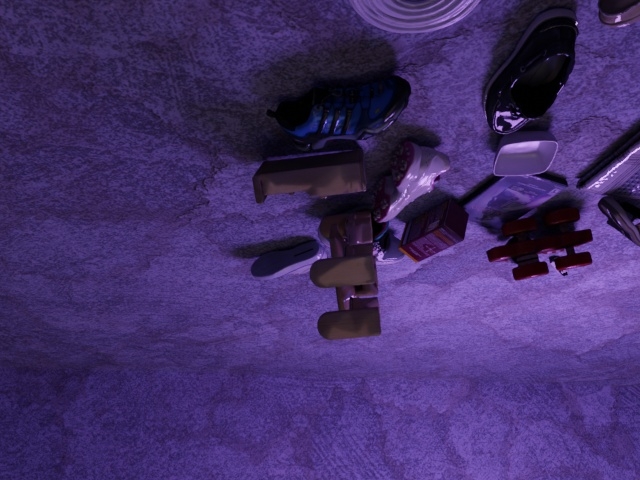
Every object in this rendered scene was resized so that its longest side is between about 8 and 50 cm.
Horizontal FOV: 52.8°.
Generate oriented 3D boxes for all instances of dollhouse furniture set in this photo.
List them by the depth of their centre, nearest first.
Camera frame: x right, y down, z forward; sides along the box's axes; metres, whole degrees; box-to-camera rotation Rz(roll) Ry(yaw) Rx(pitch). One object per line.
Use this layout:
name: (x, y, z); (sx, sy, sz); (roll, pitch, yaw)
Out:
dollhouse furniture set: (0.000, 0.000, 1.578); (0.256, 0.362, 0.395); (-6, 108, 6)

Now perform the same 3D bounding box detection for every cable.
cable: (0.162, -0.453, 1.053); (0.256, 0.089, 0.257); (6, 151, -15)

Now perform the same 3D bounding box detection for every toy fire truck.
toy fire truck: (0.642, 0.023, 1.913); (0.301, 0.170, 0.254); (-12, 171, 1)

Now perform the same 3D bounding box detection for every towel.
towel: (0.876, -0.192, 1.631); (0.312, 0.056, 0.324); (7, 150, -17)

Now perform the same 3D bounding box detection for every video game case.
video game case: (0.514, -0.114, 1.791); (0.196, 0.026, 0.274); (12, 148, -25)

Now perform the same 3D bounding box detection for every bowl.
bowl: (0.492, -0.217, 1.561); (0.142, 0.053, 0.142); (-2, 152, 2)

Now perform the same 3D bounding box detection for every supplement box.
supplement box: (0.321, -0.025, 1.833); (0.080, 0.104, 0.188); (37, 141, -19)

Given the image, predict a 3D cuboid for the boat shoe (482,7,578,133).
boat shoe: (0.431, -0.307, 1.321); (0.127, 0.113, 0.340); (4, 152, -12)

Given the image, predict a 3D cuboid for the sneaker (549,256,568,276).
sneaker: (0.808, 0.088, 2.171); (0.109, 0.044, 0.040); (25, 144, -38)

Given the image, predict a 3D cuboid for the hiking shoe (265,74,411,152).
hiking shoe: (0.041, -0.275, 1.357); (0.303, 0.113, 0.132); (-19, 149, 29)

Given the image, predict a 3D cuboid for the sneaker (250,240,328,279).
sneaker: (-0.096, 0.080, 2.042); (0.258, 0.094, 0.091); (-15, 145, 22)

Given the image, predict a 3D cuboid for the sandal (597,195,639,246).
sandal: (0.871, -0.062, 1.816); (0.086, 0.120, 0.302); (-49, 145, 11)

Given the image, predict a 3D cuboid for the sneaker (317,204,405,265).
sneaker: (0.161, -0.018, 1.855); (0.295, 0.124, 0.178); (15, 158, -26)

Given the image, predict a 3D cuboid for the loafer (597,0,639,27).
loafer: (0.560, -0.467, 1.053); (0.092, 0.102, 0.268); (18, 137, -31)

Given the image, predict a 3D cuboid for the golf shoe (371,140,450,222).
golf shoe: (0.225, -0.133, 1.647); (0.140, 0.115, 0.306); (2, 153, -15)
